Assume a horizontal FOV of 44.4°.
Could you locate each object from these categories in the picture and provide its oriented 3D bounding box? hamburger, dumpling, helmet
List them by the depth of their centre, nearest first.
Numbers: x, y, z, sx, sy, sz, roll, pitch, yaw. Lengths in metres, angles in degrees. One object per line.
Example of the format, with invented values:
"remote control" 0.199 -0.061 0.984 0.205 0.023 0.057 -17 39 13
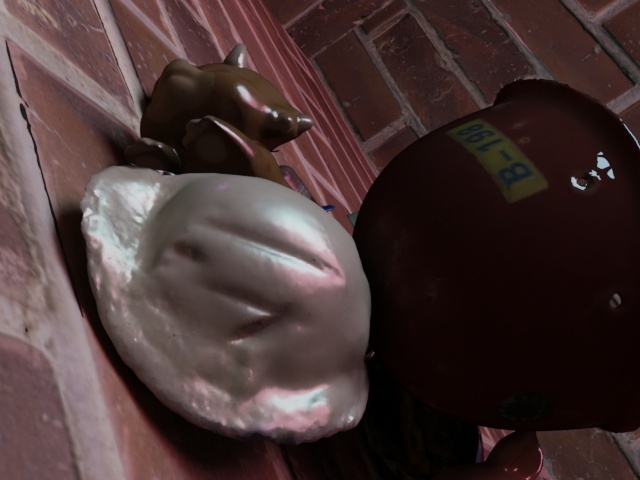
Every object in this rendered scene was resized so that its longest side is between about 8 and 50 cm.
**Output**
"dumpling" -0.069 0.059 0.626 0.227 0.243 0.175 -82 -178 -46
"helmet" 0.141 0.025 0.767 0.385 0.230 0.338 -114 -164 -47
"hamburger" 0.114 0.215 0.986 0.276 0.150 0.261 89 -12 -76

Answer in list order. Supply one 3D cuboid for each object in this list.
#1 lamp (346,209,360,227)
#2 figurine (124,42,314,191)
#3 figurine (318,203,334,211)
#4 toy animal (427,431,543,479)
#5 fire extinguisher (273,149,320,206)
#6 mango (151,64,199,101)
"lamp" 0.052 0.028 0.975 0.121 0.214 0.121 54 3 -5
"figurine" -0.081 -0.076 0.815 0.247 0.177 0.173 42 33 -14
"figurine" -0.009 0.003 1.239 0.077 0.079 0.136 -27 108 -82
"toy animal" 0.165 0.342 0.720 0.256 0.195 0.213 61 19 9
"fire extinguisher" -0.034 -0.020 1.060 0.269 0.104 0.105 54 11 -14
"mango" -0.151 -0.158 0.997 0.130 0.092 0.195 54 2 -5
